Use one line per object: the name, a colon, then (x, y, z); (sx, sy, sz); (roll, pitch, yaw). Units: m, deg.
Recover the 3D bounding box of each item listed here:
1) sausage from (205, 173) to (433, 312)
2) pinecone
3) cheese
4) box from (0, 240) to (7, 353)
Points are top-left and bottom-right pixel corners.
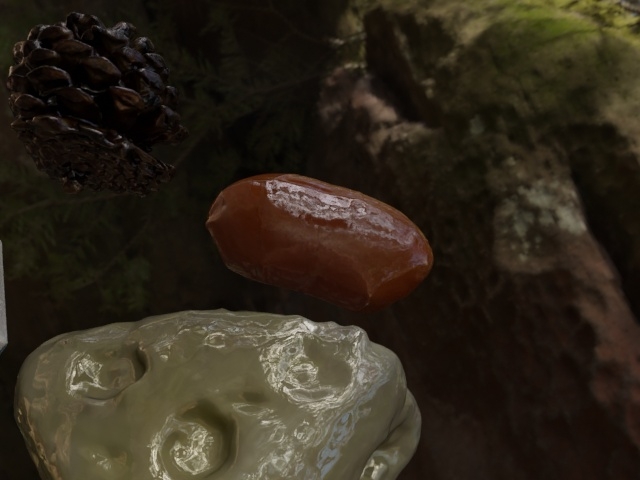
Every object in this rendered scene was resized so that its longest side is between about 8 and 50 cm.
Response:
sausage: (0.001, -0.002, 1.087); (0.133, 0.258, 0.133); (-163, -90, -84)
pinecone: (-0.331, -0.199, 1.445); (0.298, 0.242, 0.296); (58, 12, -59)
cheese: (-0.097, 0.156, 0.603); (0.248, 0.251, 0.173); (14, -28, 25)
box: (-0.319, 0.019, 0.658); (0.194, 0.073, 0.139); (31, 18, -33)
